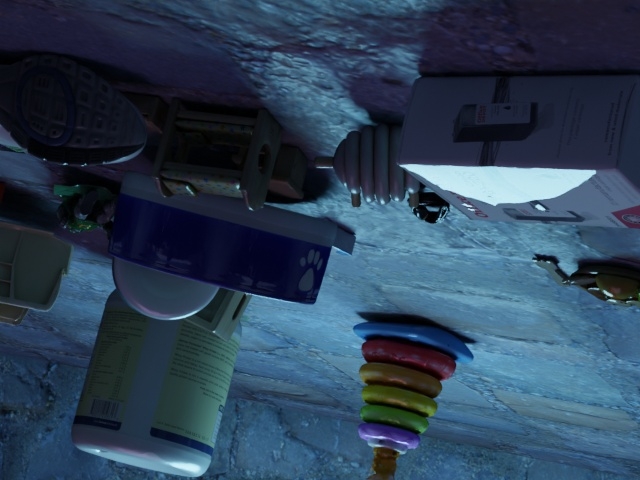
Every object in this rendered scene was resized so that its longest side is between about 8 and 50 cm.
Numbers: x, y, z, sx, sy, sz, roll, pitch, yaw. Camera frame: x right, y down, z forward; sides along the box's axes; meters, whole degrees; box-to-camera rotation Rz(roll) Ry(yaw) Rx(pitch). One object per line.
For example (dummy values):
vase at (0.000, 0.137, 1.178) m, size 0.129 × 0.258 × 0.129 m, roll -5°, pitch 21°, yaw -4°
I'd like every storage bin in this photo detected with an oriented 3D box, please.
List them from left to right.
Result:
storage bin at (-0.536, 0.042, 2.182) m, size 0.260 × 0.123 × 0.262 m, roll 14°, pitch 167°, yaw -19°

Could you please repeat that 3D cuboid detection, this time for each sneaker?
sneaker at (-0.311, -0.144, 1.535) m, size 0.297 × 0.111 × 0.129 m, roll 16°, pitch 180°, yaw 20°

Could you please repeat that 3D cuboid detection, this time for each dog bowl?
dog bowl at (-0.119, -0.004, 1.720) m, size 0.264 × 0.104 × 0.265 m, roll 14°, pitch 180°, yaw 0°

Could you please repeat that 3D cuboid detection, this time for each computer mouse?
computer mouse at (0.093, -0.053, 1.581) m, size 0.071 × 0.041 × 0.242 m, roll 7°, pitch 165°, yaw 24°

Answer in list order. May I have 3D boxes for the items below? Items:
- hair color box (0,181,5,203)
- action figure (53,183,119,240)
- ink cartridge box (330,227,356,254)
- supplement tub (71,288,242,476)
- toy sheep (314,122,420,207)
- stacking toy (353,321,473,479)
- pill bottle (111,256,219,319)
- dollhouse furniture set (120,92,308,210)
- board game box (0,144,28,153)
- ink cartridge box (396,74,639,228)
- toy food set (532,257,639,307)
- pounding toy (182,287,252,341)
hair color box at (-0.538, -0.062, 2.127) m, size 0.093 × 0.053 × 0.167 m, roll 18°, pitch 167°, yaw -22°
action figure at (-0.325, -0.038, 2.013) m, size 0.137 × 0.064 × 0.232 m, roll 14°, pitch 170°, yaw -16°
ink cartridge box at (0.000, 0.000, 1.904) m, size 0.083 × 0.028 × 0.048 m, roll 0°, pitch 160°, yaw 46°
supplement tub at (-0.263, 0.209, 2.360) m, size 0.235 × 0.325 × 0.235 m, roll 13°, pitch 166°, yaw 3°
toy sheep at (0.059, -0.075, 1.431) m, size 0.132 × 0.091 × 0.091 m, roll -3°, pitch 165°, yaw 3°
stacking toy at (0.125, 0.292, 2.366) m, size 0.165 × 0.302 × 0.175 m, roll -1°, pitch 161°, yaw 45°
pill bottle at (-0.215, 0.037, 1.973) m, size 0.146 × 0.146 × 0.264 m, roll 16°, pitch 175°, yaw -8°
dollhouse furniture set at (-0.128, -0.077, 1.570) m, size 0.181 × 0.101 × 0.161 m, roll 8°, pitch 165°, yaw 20°
board game box at (-0.490, -0.154, 1.772) m, size 0.259 × 0.030 × 0.136 m, roll 8°, pitch 163°, yaw 22°
ink cartridge box at (0.201, -0.078, 1.274) m, size 0.217 × 0.092 × 0.158 m, roll 6°, pitch 164°, yaw 36°
toy food set at (0.369, 0.064, 1.780) m, size 0.192 × 0.039 × 0.132 m, roll 6°, pitch 164°, yaw 29°
pounding toy at (-0.151, 0.071, 2.161) m, size 0.130 × 0.141 × 0.100 m, roll 24°, pitch 170°, yaw 20°
